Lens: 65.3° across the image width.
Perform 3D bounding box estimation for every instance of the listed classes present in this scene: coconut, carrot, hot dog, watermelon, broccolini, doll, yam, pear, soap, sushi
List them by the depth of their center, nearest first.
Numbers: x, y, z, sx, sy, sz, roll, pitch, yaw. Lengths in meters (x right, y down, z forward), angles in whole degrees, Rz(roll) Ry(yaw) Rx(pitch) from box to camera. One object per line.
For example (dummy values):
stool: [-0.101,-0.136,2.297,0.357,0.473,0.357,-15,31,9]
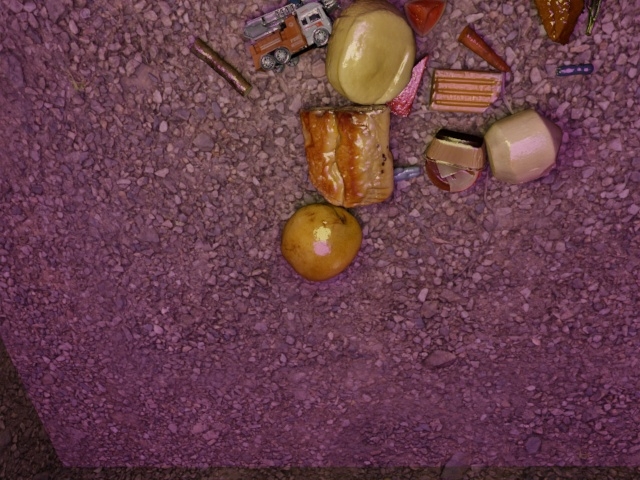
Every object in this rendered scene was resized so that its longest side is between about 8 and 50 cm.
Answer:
sushi: [0.764,-0.755,1.565,0.149,0.140,0.287,-8,122,52]
broccolini: [0.870,-0.755,1.589,0.058,0.074,0.201,-3,119,-11]
watermelon: [0.352,-0.750,1.631,0.135,0.094,0.125,-30,103,15]
carrot: [0.564,-0.634,1.695,0.224,0.057,0.057,33,115,-16]
doll: [0.861,-0.579,1.697,0.125,0.027,0.037,-1,115,10]
coconut: [0.706,-0.324,1.724,0.248,0.245,0.244,-15,113,14]
soap: [0.502,-0.521,1.738,0.232,0.073,0.140,4,118,4]
hot dog: [0.103,-0.299,1.783,0.367,0.196,0.365,14,120,38]
yam: [-0.353,-0.618,1.792,0.253,0.061,0.061,40,114,-14]
doll: [0.285,-0.260,1.894,0.180,0.075,0.120,-18,153,5]
pear: [0.000,0.000,1.928,0.315,0.314,0.314,3,116,5]

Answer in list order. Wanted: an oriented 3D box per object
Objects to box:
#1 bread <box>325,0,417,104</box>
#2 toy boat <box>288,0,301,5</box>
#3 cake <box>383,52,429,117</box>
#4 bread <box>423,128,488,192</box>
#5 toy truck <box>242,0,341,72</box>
bread: [0.159,-0.606,1.611,0.321,0.237,0.320,-12,124,-18]
toy boat: [-0.137,-0.871,1.592,0.096,0.062,0.299,-30,89,15]
cake: [0.286,-0.553,1.738,0.117,0.086,0.220,14,118,-3]
bread: [0.482,-0.282,1.805,0.225,0.142,0.211,18,130,18]
toy truck: [-0.085,-0.706,1.682,0.339,0.133,0.184,-20,100,17]
